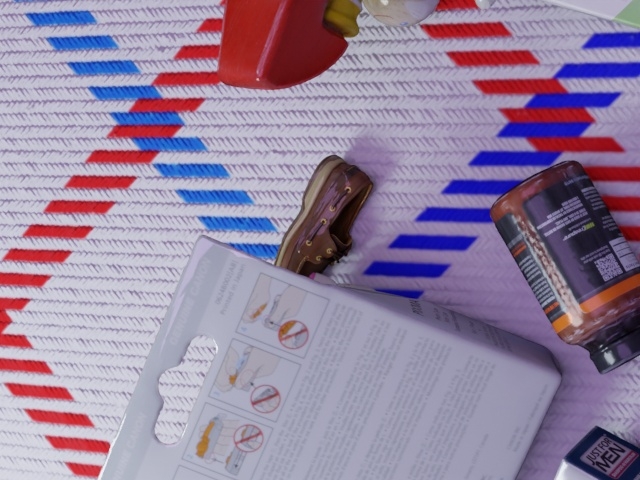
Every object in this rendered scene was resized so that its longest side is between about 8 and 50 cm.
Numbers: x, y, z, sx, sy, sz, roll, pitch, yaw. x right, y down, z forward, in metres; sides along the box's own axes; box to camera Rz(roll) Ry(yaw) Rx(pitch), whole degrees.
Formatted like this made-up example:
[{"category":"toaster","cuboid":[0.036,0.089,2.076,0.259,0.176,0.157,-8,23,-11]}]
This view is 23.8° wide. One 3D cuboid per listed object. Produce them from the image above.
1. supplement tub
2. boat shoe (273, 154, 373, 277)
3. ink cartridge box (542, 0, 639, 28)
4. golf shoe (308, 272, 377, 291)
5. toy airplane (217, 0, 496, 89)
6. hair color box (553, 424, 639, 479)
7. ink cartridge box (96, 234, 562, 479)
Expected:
[{"category":"supplement tub","cuboid":[0.253,0.029,1.478,0.106,0.106,0.198,-32,79,22]},{"category":"boat shoe","cuboid":[0.000,0.000,1.616,0.060,0.064,0.178,27,100,23]},{"category":"ink cartridge box","cuboid":[0.345,-0.368,1.413,0.207,0.119,0.353,21,101,24]},{"category":"golf shoe","cuboid":[0.017,0.189,1.594,0.140,0.115,0.306,8,108,0]},{"category":"toy airplane","cuboid":[0.041,-0.334,1.508,0.384,0.272,0.386,-33,42,12]},{"category":"hair color box","cuboid":[0.365,0.339,1.421,0.347,0.105,0.174,28,115,22]},{"category":"ink cartridge box","cuboid":[0.004,0.189,1.519,0.385,0.091,0.308,22,103,-6]}]
